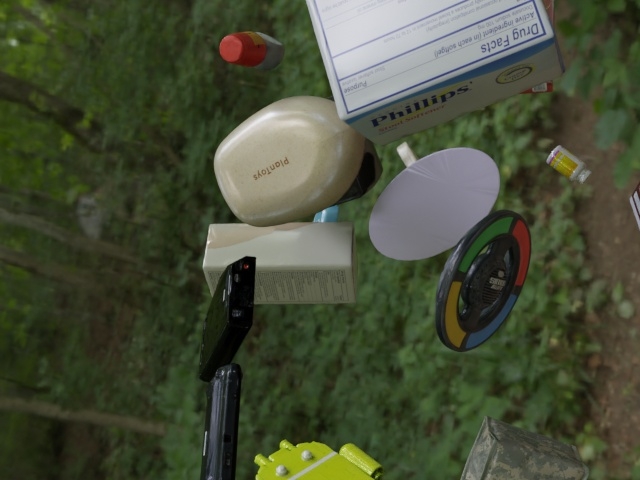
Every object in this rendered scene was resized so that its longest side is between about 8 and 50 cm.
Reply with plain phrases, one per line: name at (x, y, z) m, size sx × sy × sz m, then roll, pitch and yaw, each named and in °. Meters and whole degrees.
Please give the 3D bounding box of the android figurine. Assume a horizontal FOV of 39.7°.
android figurine at (-0.006, 0.449, 1.605) m, size 0.248 × 0.273 × 0.056 m, roll -21°, pitch -55°, yaw -36°

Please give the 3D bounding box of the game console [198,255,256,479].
game console at (-0.141, 0.210, 1.276) m, size 0.213 × 0.044 × 0.361 m, roll 122°, pitch 155°, yaw -55°

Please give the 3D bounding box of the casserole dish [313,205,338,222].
casserole dish at (0.000, 0.000, 2.053) m, size 0.114 × 0.037 × 0.188 m, roll 146°, pitch 138°, yaw -72°

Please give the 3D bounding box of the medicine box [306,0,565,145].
medicine box at (0.128, -0.305, 1.105) m, size 0.149 × 0.263 × 0.289 m, roll 16°, pitch -124°, yaw -68°

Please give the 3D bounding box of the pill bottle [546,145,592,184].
pill bottle at (0.487, -0.146, 1.731) m, size 0.043 × 0.083 × 0.043 m, roll -44°, pitch -19°, yaw -19°

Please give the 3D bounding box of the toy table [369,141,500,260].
toy table at (0.225, -0.081, 1.753) m, size 0.252 × 0.274 × 0.161 m, roll 65°, pitch -168°, yaw -4°

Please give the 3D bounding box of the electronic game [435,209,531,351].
electronic game at (0.249, 0.063, 1.342) m, size 0.229 × 0.048 × 0.229 m, roll -26°, pitch -52°, yaw -38°

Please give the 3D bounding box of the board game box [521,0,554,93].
board game box at (0.340, -0.368, 1.570) m, size 0.027 × 0.145 × 0.281 m, roll 67°, pitch -153°, yaw -51°

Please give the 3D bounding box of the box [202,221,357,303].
box at (-0.079, 0.050, 1.879) m, size 0.148 × 0.311 × 0.121 m, roll 84°, pitch -172°, yaw -52°

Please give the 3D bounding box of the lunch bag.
lunch bag at (0.441, 0.583, 2.019) m, size 0.169 × 0.235 × 0.287 m, roll -82°, pitch 11°, yaw -79°

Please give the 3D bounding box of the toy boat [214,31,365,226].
toy boat at (-0.063, -0.192, 1.437) m, size 0.148 × 0.267 × 0.318 m, roll -23°, pitch -86°, yaw -65°

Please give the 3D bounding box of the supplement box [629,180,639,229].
supplement box at (0.716, -0.129, 1.781) m, size 0.130 × 0.073 × 0.239 m, roll -85°, pitch 7°, yaw -49°

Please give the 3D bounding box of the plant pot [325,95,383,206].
plant pot at (0.006, -0.152, 1.710) m, size 0.167 × 0.187 × 0.188 m, roll -83°, pitch -27°, yaw -62°
